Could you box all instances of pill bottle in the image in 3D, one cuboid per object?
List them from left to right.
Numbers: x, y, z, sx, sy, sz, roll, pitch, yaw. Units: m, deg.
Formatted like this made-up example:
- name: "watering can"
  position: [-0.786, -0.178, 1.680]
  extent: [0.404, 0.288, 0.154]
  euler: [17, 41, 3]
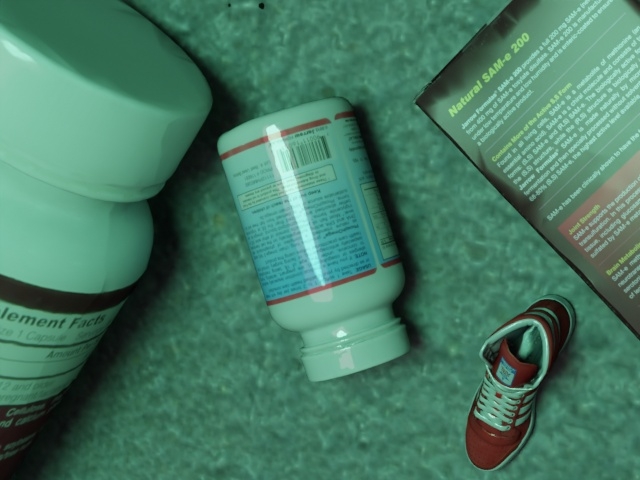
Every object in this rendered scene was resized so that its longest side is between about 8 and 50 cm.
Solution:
- name: "pill bottle"
  position: [-0.246, 0.024, 0.879]
  extent: [0.224, 0.224, 0.392]
  euler: [39, 109, 13]
- name: "pill bottle"
  position: [0.000, 0.000, 0.851]
  extent: [0.087, 0.087, 0.160]
  euler: [-17, 90, 23]

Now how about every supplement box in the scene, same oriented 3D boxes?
- name: "supplement box"
  position: [0.183, -0.039, 0.779]
  extent: [0.130, 0.073, 0.239]
  euler: [-45, 80, 20]

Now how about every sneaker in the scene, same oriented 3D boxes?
- name: "sneaker"
  position: [0.110, 0.089, 0.828]
  extent: [0.042, 0.067, 0.118]
  euler: [27, 106, 17]
